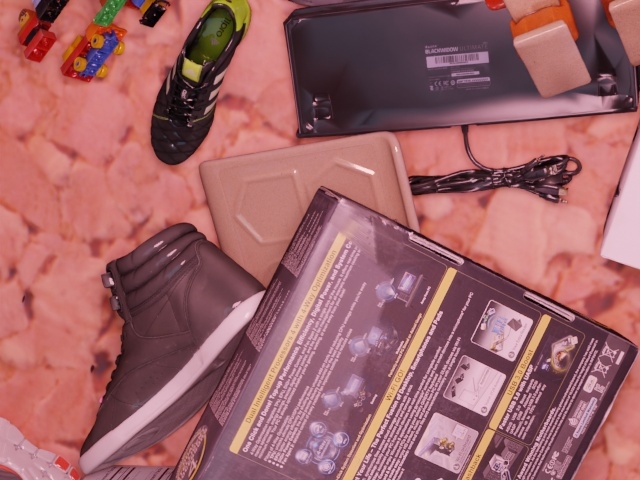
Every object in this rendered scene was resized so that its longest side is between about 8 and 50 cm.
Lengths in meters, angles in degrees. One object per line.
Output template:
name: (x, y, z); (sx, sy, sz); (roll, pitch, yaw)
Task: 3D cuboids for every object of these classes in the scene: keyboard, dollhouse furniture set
keyboard: (0.130, -0.128, 1.251); (0.317, 0.033, 0.201); (-3, 105, 15)
dollhouse furniture set: (0.246, -0.265, 1.108); (0.259, 0.135, 0.262); (-20, 59, 16)

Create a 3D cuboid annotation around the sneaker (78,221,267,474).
sneaker: (-0.171, 0.100, 1.345); (0.147, 0.104, 0.296); (51, 119, 15)

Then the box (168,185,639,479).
box: (0.055, 0.196, 1.220); (0.318, 0.097, 0.395); (25, 93, -17)

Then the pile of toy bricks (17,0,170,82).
pile of toy bricks: (-0.202, -0.255, 1.266); (0.212, 0.118, 0.105); (-46, 52, 28)

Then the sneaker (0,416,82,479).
sneaker: (-0.306, 0.249, 1.432); (0.158, 0.061, 0.065); (45, 135, -1)

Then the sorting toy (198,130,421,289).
sorting toy: (0.000, 0.000, 1.295); (0.208, 0.038, 0.193); (-7, 109, 23)

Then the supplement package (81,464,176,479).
supplement package: (-0.145, 0.339, 1.362); (0.203, 0.149, 0.194); (-1, 103, 11)

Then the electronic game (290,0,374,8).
electronic game: (0.006, -0.320, 1.221); (0.229, 0.048, 0.229); (5, 112, 12)

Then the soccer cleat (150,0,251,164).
soccer cleat: (-0.119, -0.150, 1.277); (0.060, 0.072, 0.179); (27, 107, 4)

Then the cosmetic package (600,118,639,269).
cosmetic package: (0.306, -0.098, 1.188); (0.060, 0.099, 0.239); (18, 106, 7)
